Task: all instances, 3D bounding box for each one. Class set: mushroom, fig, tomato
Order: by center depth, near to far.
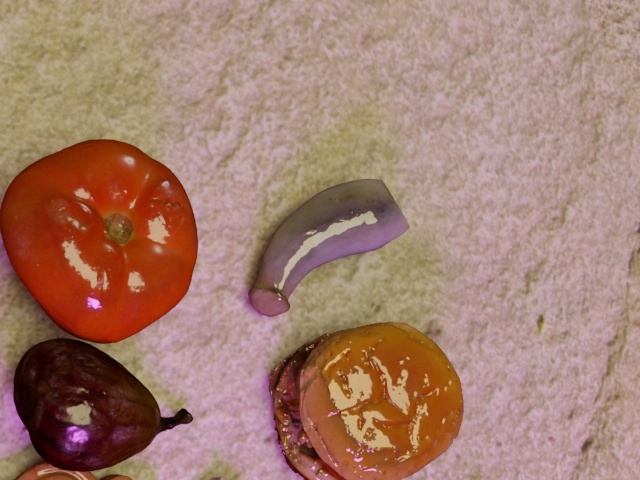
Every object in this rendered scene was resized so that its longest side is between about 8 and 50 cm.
[{"bbox_3d":[-0.276,0.001,1.765,0.260,0.180,0.259,9,72,-28],"label":"tomato"},{"bbox_3d":[-0.264,0.217,1.767,0.274,0.170,0.145,20,109,-47],"label":"fig"},{"bbox_3d":[0.000,0.000,1.979,0.270,0.103,0.118,-32,91,-20],"label":"mushroom"}]

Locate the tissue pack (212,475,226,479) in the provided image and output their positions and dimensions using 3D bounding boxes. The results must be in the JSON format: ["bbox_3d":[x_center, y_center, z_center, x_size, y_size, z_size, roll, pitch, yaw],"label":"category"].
[{"bbox_3d":[-0.139,0.364,1.861,0.063,0.035,0.083,46,62,-14],"label":"tissue pack"}]

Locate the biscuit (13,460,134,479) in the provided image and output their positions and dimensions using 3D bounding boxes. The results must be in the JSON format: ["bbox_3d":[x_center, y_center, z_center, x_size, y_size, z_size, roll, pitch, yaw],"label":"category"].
[{"bbox_3d":[-0.342,0.376,1.738,0.334,0.047,0.202,-6,84,-31],"label":"biscuit"}]

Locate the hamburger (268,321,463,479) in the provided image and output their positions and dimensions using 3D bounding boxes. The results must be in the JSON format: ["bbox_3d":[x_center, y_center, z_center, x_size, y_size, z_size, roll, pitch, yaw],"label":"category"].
[{"bbox_3d":[0.062,0.226,1.927,0.244,0.163,0.244,4,81,-28],"label":"hamburger"}]
